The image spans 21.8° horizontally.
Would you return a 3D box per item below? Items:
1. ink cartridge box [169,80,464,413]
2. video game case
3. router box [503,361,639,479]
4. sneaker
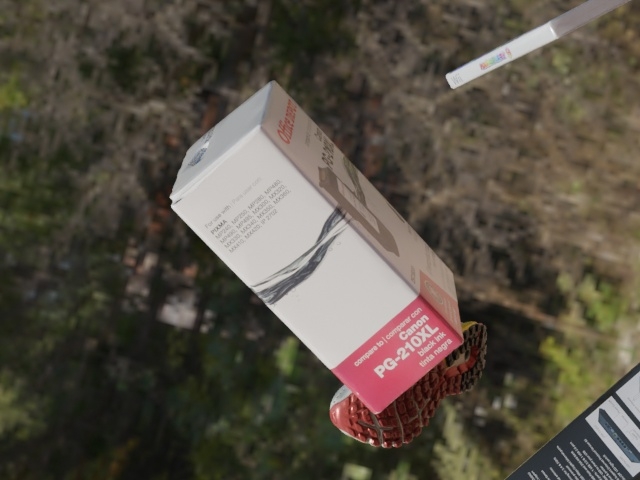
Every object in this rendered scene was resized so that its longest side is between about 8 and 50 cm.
[{"bbox_3d":[0.000,0.000,1.342,0.100,0.237,0.172,-41,12,13],"label":"ink cartridge box"},{"bbox_3d":[0.129,-0.116,0.900,0.011,0.087,0.122,62,158,-3],"label":"video game case"},{"bbox_3d":[0.270,0.221,1.539,0.243,0.081,0.309,-44,-21,14],"label":"router box"},{"bbox_3d":[0.076,0.138,1.650,0.225,0.092,0.088,-24,-60,-51],"label":"sneaker"}]
